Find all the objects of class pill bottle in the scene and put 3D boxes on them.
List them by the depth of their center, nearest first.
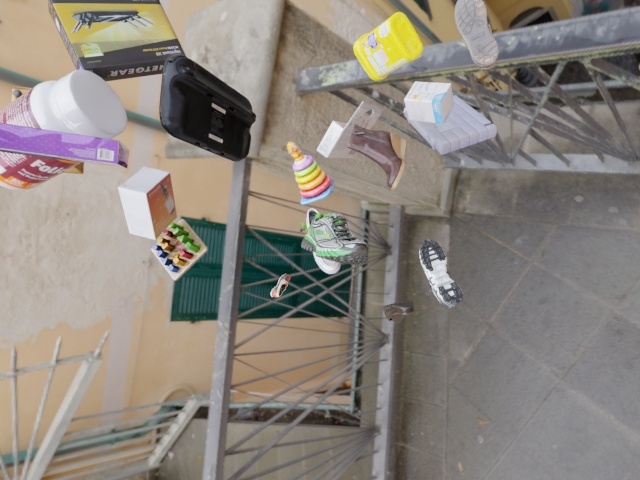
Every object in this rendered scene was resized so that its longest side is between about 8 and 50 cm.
[{"bbox_3d":[-0.774,-0.313,1.216,0.393,0.224,0.223,-20,68,19],"label":"pill bottle"}]

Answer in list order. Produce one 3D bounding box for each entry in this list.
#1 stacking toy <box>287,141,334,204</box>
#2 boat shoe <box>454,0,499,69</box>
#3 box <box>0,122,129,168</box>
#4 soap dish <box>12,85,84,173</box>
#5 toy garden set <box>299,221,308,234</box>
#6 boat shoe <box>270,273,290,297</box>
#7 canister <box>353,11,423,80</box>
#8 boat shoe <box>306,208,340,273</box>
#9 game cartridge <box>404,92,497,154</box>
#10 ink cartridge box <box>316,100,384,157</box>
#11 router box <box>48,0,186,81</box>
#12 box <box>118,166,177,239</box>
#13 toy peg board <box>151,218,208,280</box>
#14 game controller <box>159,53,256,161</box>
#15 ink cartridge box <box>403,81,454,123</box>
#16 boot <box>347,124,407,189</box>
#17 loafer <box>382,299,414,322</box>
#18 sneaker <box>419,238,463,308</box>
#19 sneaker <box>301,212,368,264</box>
[{"bbox_3d":[-0.070,-0.334,1.974,0.166,0.301,0.175,-18,32,21],"label":"stacking toy"},{"bbox_3d":[0.618,-0.822,1.683,0.123,0.116,0.324,-15,81,23],"label":"boat shoe"},{"bbox_3d":[-0.611,-0.218,0.973,0.201,0.294,0.057,-162,78,-70],"label":"box"},{"bbox_3d":[-0.963,-0.390,1.491,0.118,0.229,0.290,-169,82,-73],"label":"soap dish"},{"bbox_3d":[0.003,0.013,1.993,0.049,0.244,0.204,-52,14,0],"label":"toy garden set"},{"bbox_3d":[-0.166,0.198,1.849,0.043,0.137,0.049,-4,123,35],"label":"boat shoe"},{"bbox_3d":[0.177,-0.506,1.114,0.073,0.126,0.170,-44,19,-16],"label":"canister"},{"bbox_3d":[0.000,0.000,1.550,0.095,0.084,0.258,-24,65,-2],"label":"boat shoe"},{"bbox_3d":[0.498,-0.469,1.677,0.230,0.068,0.355,-22,42,1],"label":"game cartridge"},{"bbox_3d":[0.132,-0.469,1.775,0.066,0.296,0.261,39,113,13],"label":"ink cartridge box"},{"bbox_3d":[-0.602,-0.617,1.271,0.081,0.309,0.242,-29,87,57],"label":"router box"},{"bbox_3d":[-0.513,-0.112,1.271,0.091,0.130,0.170,14,131,9],"label":"box"},{"bbox_3d":[-0.509,0.024,1.471,0.161,0.079,0.161,-44,70,1],"label":"toy peg board"},{"bbox_3d":[-0.248,-0.289,0.972,0.067,0.319,0.166,14,92,21],"label":"game controller"},{"bbox_3d":[0.347,-0.452,1.382,0.143,0.090,0.092,18,65,33],"label":"ink cartridge box"},{"bbox_3d":[0.191,-0.293,1.480,0.090,0.207,0.248,109,176,-56],"label":"boot"},{"bbox_3d":[0.321,0.290,1.706,0.220,0.080,0.078,135,121,-75],"label":"loafer"},{"bbox_3d":[0.355,0.109,1.284,0.078,0.106,0.234,-16,58,-2],"label":"sneaker"},{"bbox_3d":[0.040,-0.014,1.327,0.344,0.134,0.146,25,102,61],"label":"sneaker"}]
